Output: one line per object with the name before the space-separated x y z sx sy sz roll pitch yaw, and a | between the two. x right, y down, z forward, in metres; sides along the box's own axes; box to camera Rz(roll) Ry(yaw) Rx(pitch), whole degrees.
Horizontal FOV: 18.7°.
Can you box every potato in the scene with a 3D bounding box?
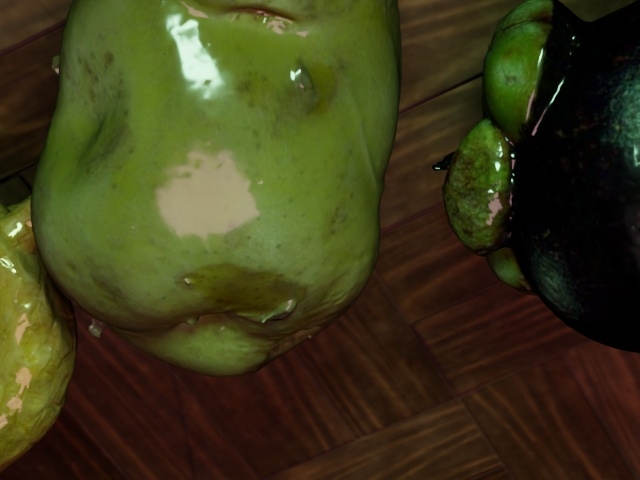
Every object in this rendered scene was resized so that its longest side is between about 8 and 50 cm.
potato | -0.049 -0.088 1.136 0.218 0.202 0.351 -1 111 -38

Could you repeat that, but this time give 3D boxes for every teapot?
teapot | -0.248 0.049 1.268 0.203 0.167 0.311 43 95 -5

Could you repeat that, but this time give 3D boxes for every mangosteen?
mangosteen | 0.195 -0.043 1.200 0.243 0.243 0.243 -2 128 -3
